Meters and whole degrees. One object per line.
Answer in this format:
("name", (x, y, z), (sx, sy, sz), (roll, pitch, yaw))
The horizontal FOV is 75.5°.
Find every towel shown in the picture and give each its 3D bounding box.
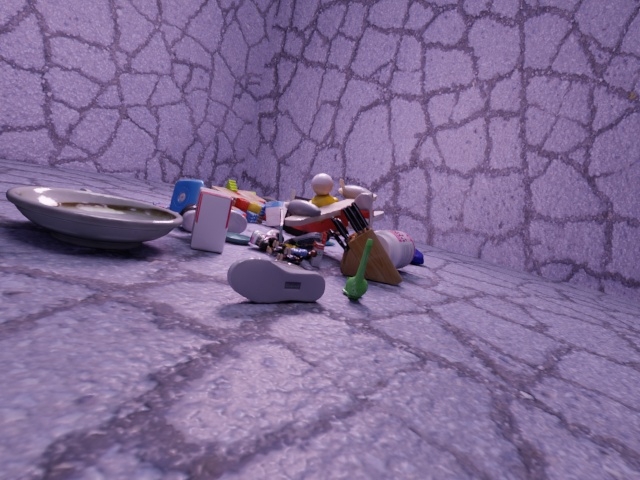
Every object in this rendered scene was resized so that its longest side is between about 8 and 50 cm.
("towel", (0.339, 0.050, 2.058), (0.309, 0.076, 0.227), (12, 14, -10))

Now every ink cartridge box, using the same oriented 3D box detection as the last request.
("ink cartridge box", (-0.225, -0.128, 2.157), (0.090, 0.143, 0.092), (-3, 0, 26))
("ink cartridge box", (-0.008, 0.028, 1.401), (0.029, 0.115, 0.063), (12, 7, -13))
("ink cartridge box", (-0.353, -0.072, 1.330), (0.100, 0.171, 0.237), (11, 7, -19))

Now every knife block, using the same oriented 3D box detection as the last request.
("knife block", (0.159, 0.005, 1.380), (0.276, 0.241, 0.088), (12, 8, -8))

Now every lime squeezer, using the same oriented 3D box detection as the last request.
("lime squeezer", (0.088, 0.104, 1.097), (0.059, 0.109, 0.310), (-4, -21, -7))

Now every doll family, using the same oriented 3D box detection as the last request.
("doll family", (-0.091, 0.038, 1.376), (0.111, 0.075, 0.193), (13, 11, -34))

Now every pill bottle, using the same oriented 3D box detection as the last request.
("pill bottle", (0.255, 0.039, 1.608), (0.161, 0.160, 0.283), (17, 9, 27))

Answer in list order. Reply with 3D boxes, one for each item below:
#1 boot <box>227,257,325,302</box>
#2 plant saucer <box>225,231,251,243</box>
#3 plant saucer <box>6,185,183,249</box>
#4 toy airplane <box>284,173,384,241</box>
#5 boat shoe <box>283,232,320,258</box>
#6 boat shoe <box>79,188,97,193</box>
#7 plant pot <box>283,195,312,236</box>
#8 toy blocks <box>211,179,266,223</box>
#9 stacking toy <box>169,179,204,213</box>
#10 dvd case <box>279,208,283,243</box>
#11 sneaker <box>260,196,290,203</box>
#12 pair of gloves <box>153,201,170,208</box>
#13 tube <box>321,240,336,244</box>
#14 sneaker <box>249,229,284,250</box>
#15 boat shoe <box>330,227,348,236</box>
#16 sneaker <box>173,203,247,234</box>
("boot", (-0.118, 0.086, 0.937), (0.258, 0.095, 0.123), (18, -4, -42))
("plant saucer", (-0.308, -0.007, 1.506), (0.120, 0.021, 0.119), (12, 8, -2))
("plant saucer", (-0.570, -0.051, 1.072), (0.401, 0.100, 0.400), (12, 7, -2))
("toy airplane", (0.048, -0.133, 1.601), (0.385, 0.272, 0.386), (-17, 3, 2))
("boat shoe", (-0.072, 0.031, 1.507), (0.065, 0.083, 0.183), (13, -22, -42))
("boat shoe", (-0.735, -0.113, 1.381), (0.219, 0.077, 0.070), (27, 14, 30))
("plant pot", (-0.059, -0.096, 2.062), (0.188, 0.187, 0.167), (9, 20, -34))
("toy blocks", (-0.401, -0.180, 2.193), (0.261, 0.190, 0.381), (30, 15, 27))
("stacking toy", (-0.501, -0.148, 1.837), (0.175, 0.165, 0.302), (4, -10, 31))
("dvd case", (-0.141, -0.048, 1.482), (0.013, 0.087, 0.119), (1, 35, -7))
("sneaker", (-0.288, -0.173, 2.385), (0.341, 0.125, 0.139), (1, 34, 33))
("pair of gloves", (-0.684, -0.150, 1.934), (0.198, 0.023, 0.159), (10, 10, -16))
("tube", (0.000, 0.000, 1.926), (0.080, 0.052, 0.207), (28, 7, 24))
("sneaker", (-0.179, 0.011, 1.494), (0.077, 0.072, 0.178), (35, 19, 21))
("boat shoe", (-0.017, -0.084, 2.268), (0.342, 0.123, 0.123), (12, 14, 28))
("sneaker", (-0.422, -0.086, 1.581), (0.269, 0.101, 0.153), (3, 15, -43))
